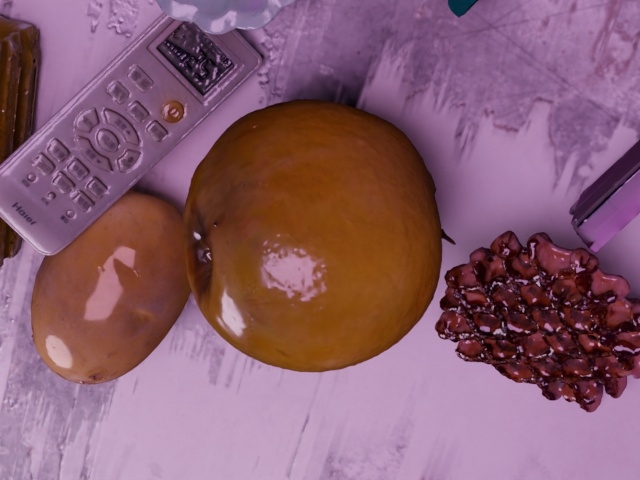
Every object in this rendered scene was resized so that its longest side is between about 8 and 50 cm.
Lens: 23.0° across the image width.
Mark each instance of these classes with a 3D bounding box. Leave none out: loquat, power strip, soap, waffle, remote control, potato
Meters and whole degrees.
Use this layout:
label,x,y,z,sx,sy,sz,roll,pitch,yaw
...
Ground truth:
label,x,y,z,sx,sy,sz,roll,pitch,yaw
loquat,0.000,0.000,1.540,0.275,0.275,0.274,6,112,15
power strip,0.339,-0.097,1.473,0.037,0.109,0.279,43,117,-4
soap,-0.377,-0.092,1.665,0.089,0.173,0.274,17,114,15
waffle,0.226,0.078,1.565,0.221,0.055,0.234,25,146,5
remote control,-0.209,-0.121,1.627,0.313,0.055,0.109,-42,109,6
potato,-0.225,0.054,1.702,0.150,0.146,0.234,20,119,-24

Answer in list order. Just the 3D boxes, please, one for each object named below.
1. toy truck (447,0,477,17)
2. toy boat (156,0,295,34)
label,x,y,z,sx,sy,sz,roll,pitch,yaw
toy truck,0.182,-0.341,1.355,0.178,0.176,0.363,50,140,-9
toy boat,-0.112,-0.345,1.525,0.199,0.100,0.290,-23,103,23
